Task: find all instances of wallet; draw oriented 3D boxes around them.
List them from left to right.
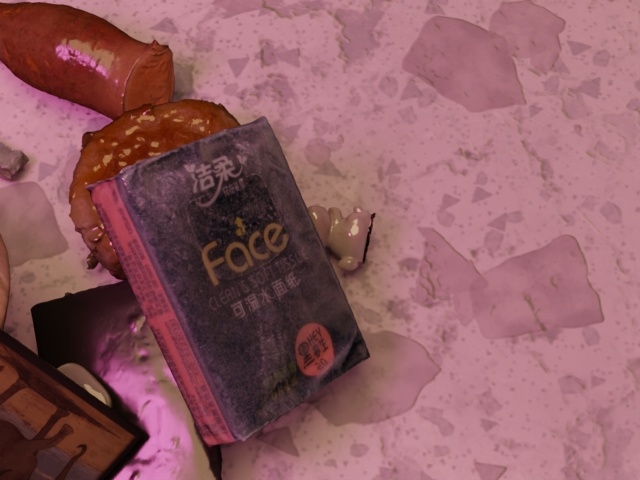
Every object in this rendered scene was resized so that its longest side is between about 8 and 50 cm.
[{"bbox_3d":[-0.213,0.219,1.340,0.197,0.051,0.378,-15,72,5],"label":"wallet"}]

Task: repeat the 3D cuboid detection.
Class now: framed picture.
[{"bbox_3d":[-0.374,0.268,1.207,0.347,0.265,0.016,-47,42,-6],"label":"framed picture"}]

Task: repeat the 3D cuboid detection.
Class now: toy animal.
[{"bbox_3d":[0.001,-0.006,1.478,0.124,0.071,0.085,12,82,-3],"label":"toy animal"}]

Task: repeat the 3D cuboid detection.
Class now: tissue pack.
[{"bbox_3d":[-0.098,0.042,1.327,0.228,0.103,0.316,-28,96,-44],"label":"tissue pack"}]

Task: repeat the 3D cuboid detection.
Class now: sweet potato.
[{"bbox_3d":[-0.355,-0.256,1.575,0.336,0.131,0.131,23,65,12],"label":"sweet potato"}]

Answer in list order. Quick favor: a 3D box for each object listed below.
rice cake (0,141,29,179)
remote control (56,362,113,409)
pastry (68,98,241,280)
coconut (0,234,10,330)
[{"bbox_3d":[-0.480,-0.138,1.568,0.211,0.034,0.043,28,58,15],"label":"rice cake"},{"bbox_3d":[-0.354,0.267,1.304,0.309,0.038,0.090,-45,70,-6],"label":"remote control"},{"bbox_3d":[-0.186,-0.055,1.479,0.257,0.121,0.236,-16,68,-12],"label":"pastry"},{"bbox_3d":[-0.525,0.094,1.270,0.415,0.415,0.345,5,53,3],"label":"coconut"}]
